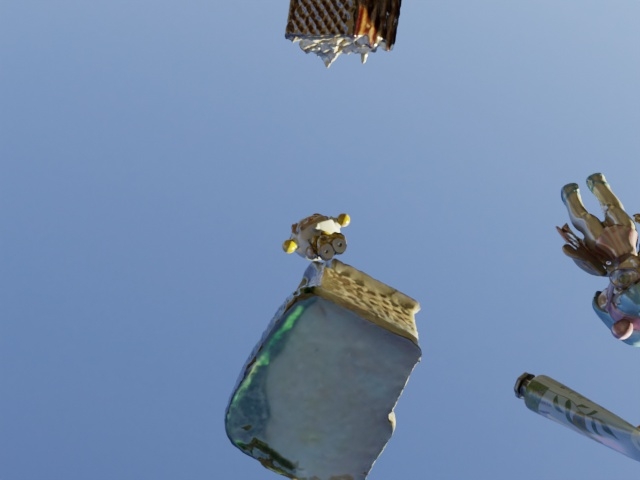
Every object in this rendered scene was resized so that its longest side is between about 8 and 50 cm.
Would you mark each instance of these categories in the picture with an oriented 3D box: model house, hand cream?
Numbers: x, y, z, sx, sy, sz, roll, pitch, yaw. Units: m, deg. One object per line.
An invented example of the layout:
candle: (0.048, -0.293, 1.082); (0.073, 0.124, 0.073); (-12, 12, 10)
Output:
model house: (0.015, 0.192, 1.901); (0.243, 0.298, 0.284); (28, -160, -2)
hand cream: (0.365, 0.239, 1.639); (0.055, 0.088, 0.256); (-46, -142, -18)

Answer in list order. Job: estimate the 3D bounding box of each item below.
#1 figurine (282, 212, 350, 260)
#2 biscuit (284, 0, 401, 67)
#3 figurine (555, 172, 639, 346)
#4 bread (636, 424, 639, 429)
figurine: (0.005, -0.002, 1.759); (0.101, 0.068, 0.143); (-33, -162, -32)
biscuit: (0.037, -0.312, 1.288); (0.106, 0.252, 0.070); (6, 175, 44)
figurine: (0.380, 0.016, 1.458); (0.205, 0.103, 0.260); (-12, -137, -6)
bread: (0.512, 0.284, 1.752); (0.136, 0.054, 0.154); (-5, -128, 31)
